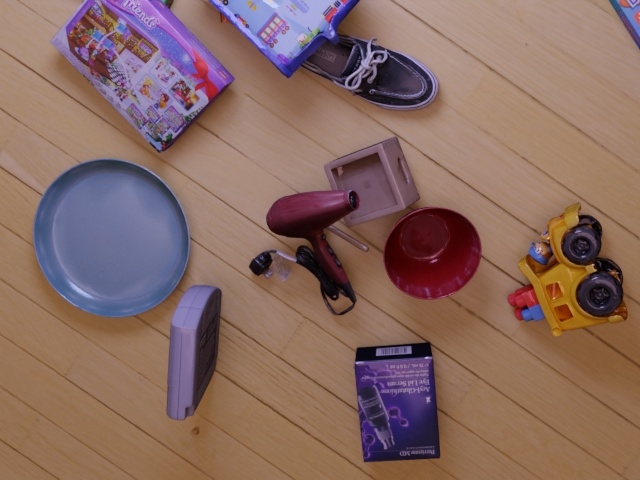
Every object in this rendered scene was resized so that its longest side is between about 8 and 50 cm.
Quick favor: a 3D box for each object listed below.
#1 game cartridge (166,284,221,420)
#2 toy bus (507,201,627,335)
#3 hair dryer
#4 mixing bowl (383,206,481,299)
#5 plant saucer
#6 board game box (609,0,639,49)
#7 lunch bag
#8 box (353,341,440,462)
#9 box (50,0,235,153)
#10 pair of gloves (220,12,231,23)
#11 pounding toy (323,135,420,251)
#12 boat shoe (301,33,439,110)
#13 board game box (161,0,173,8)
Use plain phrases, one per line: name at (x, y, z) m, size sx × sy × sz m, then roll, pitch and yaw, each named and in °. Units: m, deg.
game cartridge at (-0.231, 0.187, 1.536) m, size 0.060 × 0.294 × 0.196 m, roll 9°, pitch 99°, yaw 0°
toy bus at (0.440, 0.065, 1.543) m, size 0.211 × 0.149 × 0.220 m, roll -22°, pitch 94°, yaw 24°
hair dryer at (0.000, 0.000, 1.555) m, size 0.223 × 0.080 × 0.293 m, roll 25°, pitch 137°, yaw 0°
mixing bowl at (0.202, 0.008, 1.557) m, size 0.181 × 0.098 × 0.181 m, roll -1°, pitch 111°, yaw -3°
plant saucer at (-0.410, -0.006, 1.650) m, size 0.317 × 0.044 × 0.318 m, roll 1°, pitch 99°, yaw 6°
board game box at (0.623, -0.422, 1.484) m, size 0.160 × 0.047 × 0.210 m, roll -34°, pitch 94°, yaw 10°
lunch bag at (-0.067, -0.447, 1.450) m, size 0.221 × 0.138 × 0.293 m, roll -45°, pitch 72°, yaw 7°
box at (0.150, 0.313, 1.615) m, size 0.153 × 0.108 × 0.207 m, roll -6°, pitch 98°, yaw 6°
box at (-0.332, -0.337, 1.553) m, size 0.201 × 0.057 × 0.293 m, roll -40°, pitch 98°, yaw 23°
pair of gloves at (-0.153, -0.450, 1.571) m, size 0.074 × 0.010 × 0.083 m, roll 4°, pitch 99°, yaw 5°
pounding toy at (0.076, -0.075, 1.573) m, size 0.206 × 0.094 × 0.181 m, roll -18°, pitch 98°, yaw 30°
boat shoe at (0.072, -0.322, 1.522) m, size 0.306 × 0.105 × 0.113 m, roll 27°, pitch 101°, yaw 1°
board game box at (-0.399, -0.571, 1.557) m, size 0.317 × 0.046 × 0.213 m, roll 28°, pitch 102°, yaw 0°
